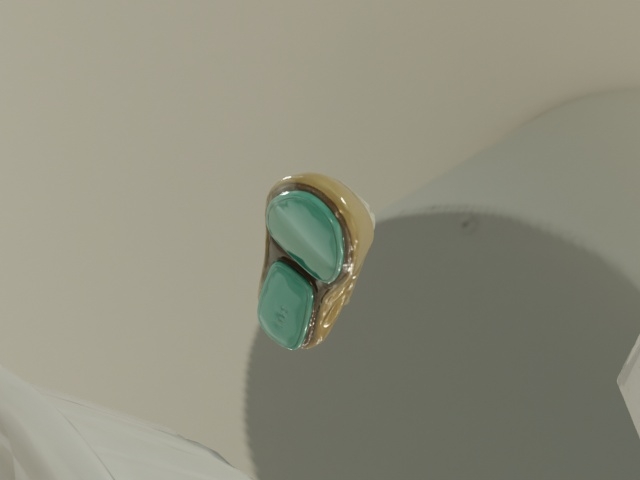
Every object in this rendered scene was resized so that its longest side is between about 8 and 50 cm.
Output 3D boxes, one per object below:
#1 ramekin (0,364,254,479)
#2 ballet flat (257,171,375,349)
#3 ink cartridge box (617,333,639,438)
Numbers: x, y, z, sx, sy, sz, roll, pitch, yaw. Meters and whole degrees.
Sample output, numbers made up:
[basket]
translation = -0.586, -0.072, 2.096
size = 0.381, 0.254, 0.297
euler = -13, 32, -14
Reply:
[ramekin]
translation = -0.099, 0.162, 0.519
size = 0.272, 0.127, 0.273
euler = -9, -104, 39
[ballet flat]
translation = 0.000, 0.000, 1.283
size = 0.080, 0.073, 0.232
euler = 42, -25, 10
[ink cartridge box]
translation = 0.302, 0.077, 0.932
size = 0.232, 0.171, 0.168
euler = 13, -62, -14
